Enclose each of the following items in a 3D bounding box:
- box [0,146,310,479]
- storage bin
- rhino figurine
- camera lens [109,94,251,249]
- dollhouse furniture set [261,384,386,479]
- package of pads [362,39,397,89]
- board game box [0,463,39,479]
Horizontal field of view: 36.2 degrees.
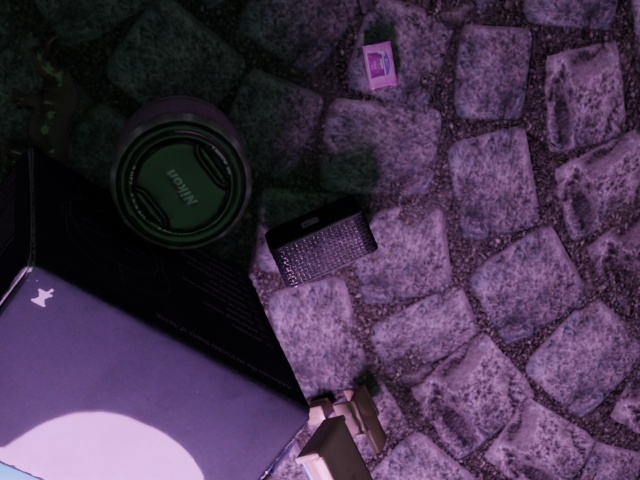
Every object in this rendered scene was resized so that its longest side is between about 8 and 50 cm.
[{"bbox_3d":[-0.328,0.153,1.544,0.480,0.472,0.297,33,99,-26],"label":"box"},{"bbox_3d":[0.000,0.000,1.766,0.180,0.122,0.084,-23,109,-1],"label":"storage bin"},{"bbox_3d":[-0.466,-0.227,1.652,0.106,0.073,0.243,13,103,-9],"label":"rhino figurine"},{"bbox_3d":[-0.231,-0.120,1.614,0.220,0.274,0.219,-3,107,-8],"label":"camera lens"},{"bbox_3d":[-0.049,0.454,1.849,0.303,0.286,0.198,-19,102,28],"label":"dollhouse furniture set"},{"bbox_3d":[0.105,-0.311,1.733,0.050,0.032,0.083,-13,109,-6],"label":"package of pads"},{"bbox_3d":[-0.426,0.394,1.791,0.336,0.079,0.253,42,68,-17],"label":"board game box"}]
